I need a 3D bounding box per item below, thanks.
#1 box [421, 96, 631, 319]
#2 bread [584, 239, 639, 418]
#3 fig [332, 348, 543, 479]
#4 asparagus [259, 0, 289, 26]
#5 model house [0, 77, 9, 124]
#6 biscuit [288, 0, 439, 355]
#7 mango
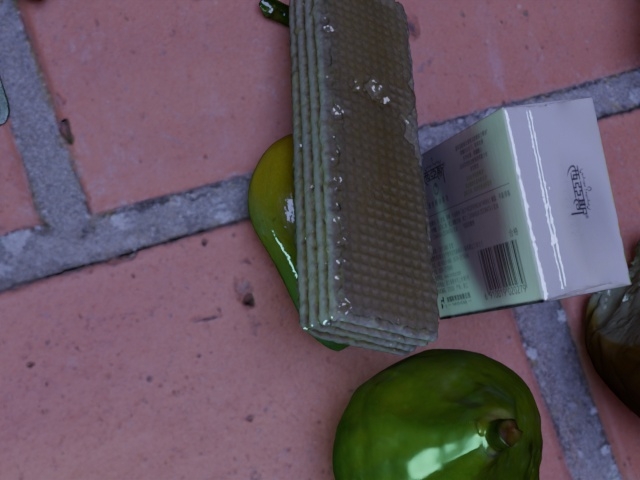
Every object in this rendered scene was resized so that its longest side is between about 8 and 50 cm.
[{"bbox_3d":[0.202,-0.025,1.089,0.111,0.260,0.194,-9,86,-15],"label":"box"},{"bbox_3d":[0.447,0.127,1.137,0.250,0.279,0.225,36,89,-7],"label":"bread"},{"bbox_3d":[0.151,0.211,1.034,0.233,0.314,0.233,19,54,-28],"label":"fig"},{"bbox_3d":[-0.022,-0.254,1.184,0.108,0.021,0.025,23,81,-11],"label":"asparagus"},{"bbox_3d":[-0.388,-0.205,1.043,0.117,0.088,0.167,-6,84,-15],"label":"model house"},{"bbox_3d":[0.042,-0.093,1.071,0.144,0.078,0.426,15,59,-32],"label":"biscuit"},{"bbox_3d":[0.005,-0.005,1.123,0.137,0.091,0.237,-27,93,-20],"label":"mango"}]
